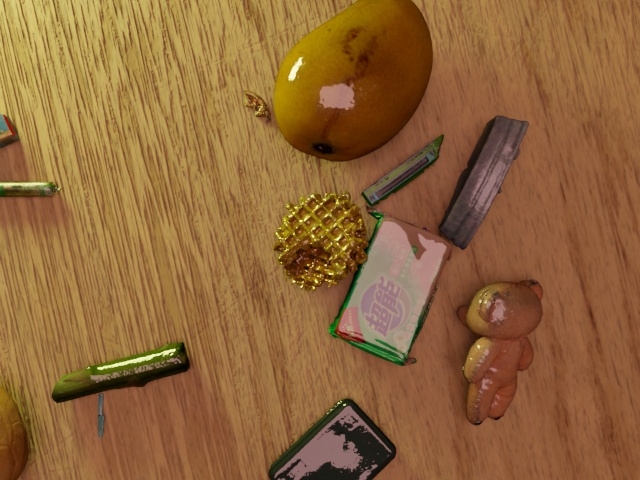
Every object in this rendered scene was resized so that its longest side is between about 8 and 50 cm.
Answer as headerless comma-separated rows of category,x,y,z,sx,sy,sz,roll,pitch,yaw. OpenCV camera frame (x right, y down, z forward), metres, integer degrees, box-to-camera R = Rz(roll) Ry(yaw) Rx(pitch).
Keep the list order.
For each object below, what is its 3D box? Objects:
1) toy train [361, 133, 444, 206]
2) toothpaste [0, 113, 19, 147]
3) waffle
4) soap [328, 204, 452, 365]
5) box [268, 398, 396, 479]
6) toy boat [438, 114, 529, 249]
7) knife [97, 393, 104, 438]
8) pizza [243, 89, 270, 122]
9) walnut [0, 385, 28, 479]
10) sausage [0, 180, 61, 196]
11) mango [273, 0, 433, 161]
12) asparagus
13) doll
toy train,0.181,-0.143,1.445,0.209,0.044,0.042,-36,90,-3
toothpaste,-0.713,-0.197,1.404,0.193,0.044,0.070,-25,88,-4
waffle,0.000,0.000,1.382,0.193,0.070,0.197,-17,69,18
soap,0.138,0.095,1.411,0.218,0.098,0.273,23,85,5
box,0.024,0.447,1.415,0.230,0.050,0.160,-43,90,-4
toy boat,0.326,-0.118,1.411,0.078,0.127,0.282,26,89,-1
knife,-0.444,0.356,1.418,0.014,0.005,0.091,1,88,-1
pizza,-0.131,-0.278,1.449,0.037,0.016,0.083,-40,92,3
walnut,-0.654,0.377,1.321,0.193,0.193,0.225,-13,89,-3
sausage,-0.658,-0.103,1.409,0.269,0.033,0.032,-1,88,-3
mango,0.074,-0.321,1.364,0.264,0.221,0.378,35,78,2
asparagus,-0.397,0.264,1.399,0.278,0.060,0.067,-12,108,-3
doll,0.336,0.216,1.413,0.201,0.156,0.303,-2,111,-42
